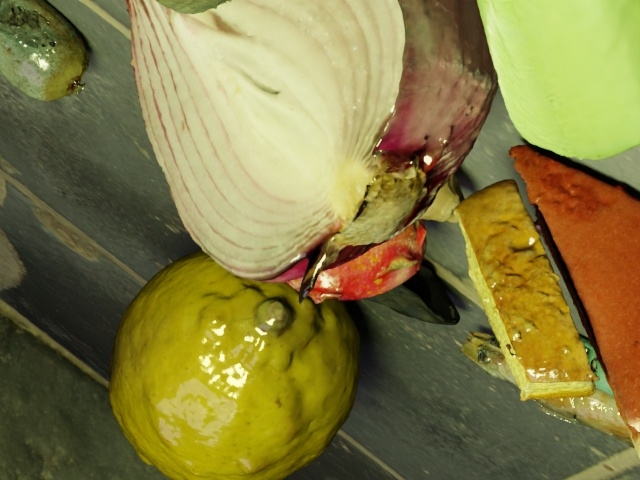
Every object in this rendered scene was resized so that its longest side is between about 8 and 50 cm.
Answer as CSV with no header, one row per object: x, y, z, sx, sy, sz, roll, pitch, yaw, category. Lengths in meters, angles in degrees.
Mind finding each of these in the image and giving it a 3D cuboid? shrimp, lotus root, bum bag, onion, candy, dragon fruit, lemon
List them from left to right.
-0.294,-0.203,1.917,0.165,0.088,0.088,47,163,3,lotus root
-0.087,0.133,2.074,0.316,0.285,0.285,-19,126,38,lemon
-0.016,-0.143,1.339,0.159,0.267,0.349,-2,-133,-48,onion
0.000,0.000,1.862,0.310,0.074,0.137,27,170,32,bum bag
0.018,-0.032,1.658,0.153,0.153,0.111,28,143,30,dragon fruit
0.231,0.146,1.830,0.223,0.047,0.126,27,170,28,shrimp
0.127,-0.179,0.997,0.142,0.132,0.343,-5,147,19,candy

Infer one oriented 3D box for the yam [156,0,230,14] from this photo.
-0.038,-0.231,1.132,0.154,0.154,0.254,44,147,-22,yam

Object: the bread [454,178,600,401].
0.153,0.046,1.433,0.103,0.065,0.187,71,177,-58,bread

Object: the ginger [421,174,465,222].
-0.015,-0.122,1.556,0.333,0.080,0.166,34,151,1,ginger

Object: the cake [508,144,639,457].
0.220,0.069,1.445,0.262,0.160,0.158,30,165,28,cake

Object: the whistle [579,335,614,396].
0.268,0.124,1.699,0.186,0.039,0.039,27,160,32,whistle
